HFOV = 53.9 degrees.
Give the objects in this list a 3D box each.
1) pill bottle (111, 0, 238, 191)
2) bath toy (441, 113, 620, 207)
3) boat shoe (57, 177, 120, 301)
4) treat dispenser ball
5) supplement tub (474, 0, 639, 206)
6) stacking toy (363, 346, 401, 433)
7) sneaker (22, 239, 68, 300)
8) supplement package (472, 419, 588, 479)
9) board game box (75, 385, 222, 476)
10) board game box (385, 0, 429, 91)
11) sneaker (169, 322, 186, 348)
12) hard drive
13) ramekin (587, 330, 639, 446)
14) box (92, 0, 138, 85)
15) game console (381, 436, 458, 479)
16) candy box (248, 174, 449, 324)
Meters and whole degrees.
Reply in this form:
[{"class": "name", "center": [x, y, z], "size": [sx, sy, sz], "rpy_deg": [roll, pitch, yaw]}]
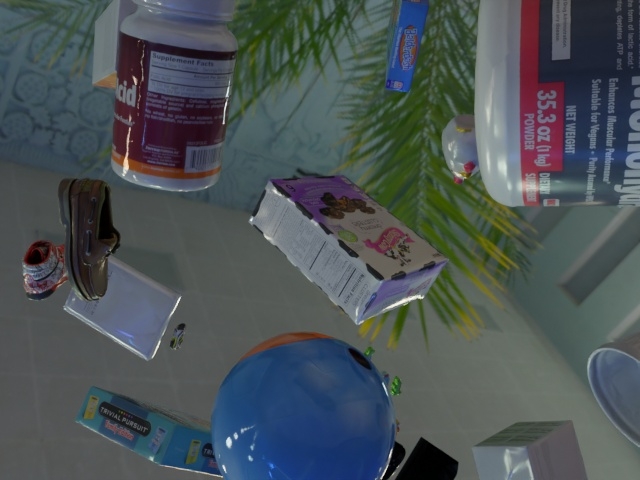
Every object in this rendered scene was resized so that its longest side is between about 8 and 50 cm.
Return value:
[{"class": "pill bottle", "center": [-0.285, -0.315, 1.238], "size": [0.224, 0.392, 0.224], "rpy_deg": [10, -158, -4]}, {"class": "bath toy", "center": [0.391, -0.142, 1.157], "size": [0.348, 0.129, 0.151], "rpy_deg": [7, -146, 1]}, {"class": "boat shoe", "center": [-0.515, 0.008, 1.433], "size": [0.104, 0.307, 0.111], "rpy_deg": [2, -152, 3]}, {"class": "treat dispenser ball", "center": [-0.026, 0.288, 0.985], "size": [0.288, 0.288, 0.288], "rpy_deg": [26, -153, -15]}, {"class": "supplement tub", "center": [0.262, -0.120, 0.470], "size": [0.272, 0.191, 0.191], "rpy_deg": [1, -163, 21]}, {"class": "stacking toy", "center": [0.178, 0.438, 1.837], "size": [0.052, 0.221, 0.167], "rpy_deg": [-12, -148, -27]}, {"class": "sneaker", "center": [-0.776, 0.045, 1.863], "size": [0.090, 0.145, 0.270], "rpy_deg": [16, -143, 9]}, {"class": "supplement package", "center": [0.480, 0.529, 1.423], "size": [0.203, 0.149, 0.194], "rpy_deg": [-7, -98, -42]}, {"class": "board game box", "center": [-0.289, 0.407, 1.308], "size": [0.253, 0.079, 0.336], "rpy_deg": [10, 161, 34]}, {"class": "board game box", "center": [0.150, -0.387, 1.108], "size": [0.047, 0.160, 0.210], "rpy_deg": [7, -135, 0]}, {"class": "sneaker", "center": [-0.430, 0.291, 1.912], "size": [0.031, 0.083, 0.035], "rpy_deg": [22, 170, 21]}, {"class": "hard drive", "center": [-0.584, 0.182, 1.852], "size": [0.318, 0.210, 0.040], "rpy_deg": [27, -177, 16]}, {"class": "ramekin", "center": [0.577, 0.252, 1.083], "size": [0.109, 0.207, 0.207], "rpy_deg": [-25, -127, -15]}, {"class": "box", "center": [-0.407, -0.449, 1.500], "size": [0.215, 0.168, 0.345], "rpy_deg": [3, -173, -27]}, {"class": "game console", "center": [0.156, 0.537, 1.478], "size": [0.361, 0.213, 0.044], "rpy_deg": [37, 170, -22]}, {"class": "candy box", "center": [0.038, 0.001, 0.792], "size": [0.196, 0.070, 0.165], "rpy_deg": [41, -152, 24]}]
